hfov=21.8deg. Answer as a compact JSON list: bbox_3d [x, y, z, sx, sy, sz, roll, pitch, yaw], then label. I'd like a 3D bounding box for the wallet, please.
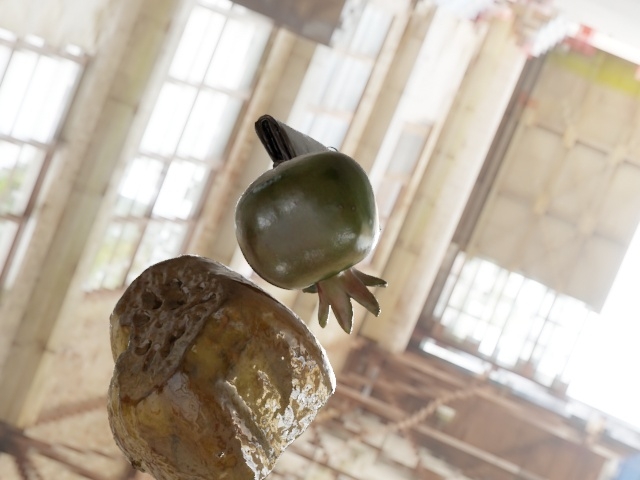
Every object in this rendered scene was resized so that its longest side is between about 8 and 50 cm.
[{"bbox_3d":[0.002,-0.084,2.364,0.172,0.045,0.318,60,-168,14],"label":"wallet"}]

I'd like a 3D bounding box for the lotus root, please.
[{"bbox_3d":[-0.174,0.161,2.189,0.316,0.316,0.250,28,155,38],"label":"lotus root"}]

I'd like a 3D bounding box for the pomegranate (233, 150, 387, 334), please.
[{"bbox_3d":[0.000,0.000,1.725,0.191,0.152,0.131,57,-167,-32],"label":"pomegranate"}]
